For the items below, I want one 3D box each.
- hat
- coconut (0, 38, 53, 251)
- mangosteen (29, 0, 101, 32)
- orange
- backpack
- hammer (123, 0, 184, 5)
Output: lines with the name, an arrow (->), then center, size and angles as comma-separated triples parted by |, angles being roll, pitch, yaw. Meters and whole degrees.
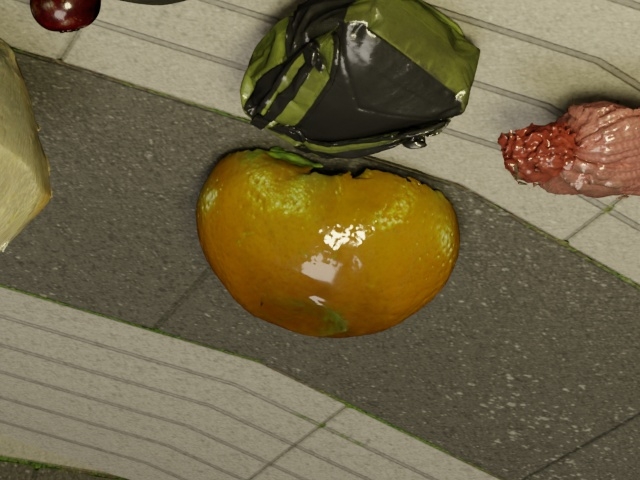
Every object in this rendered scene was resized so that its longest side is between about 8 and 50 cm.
hat -> 0.320, -0.103, 2.043 | 0.286, 0.107, 0.237 | 0, 158, -26
coconut -> -0.491, -0.100, 2.171 | 0.346, 0.360, 0.346 | 45, 176, 4
mangosteen -> -0.281, -0.268, 2.053 | 0.081, 0.081, 0.081 | 10, 151, 6
orange -> -0.001, 0.007, 2.339 | 0.335, 0.196, 0.262 | 16, 138, 11
backpack -> 0.032, -0.173, 2.013 | 0.207, 0.140, 0.253 | 33, 142, -27
hammer -> -0.272, -0.382, 1.880 | 0.168, 0.044, 0.440 | -13, 141, 37
